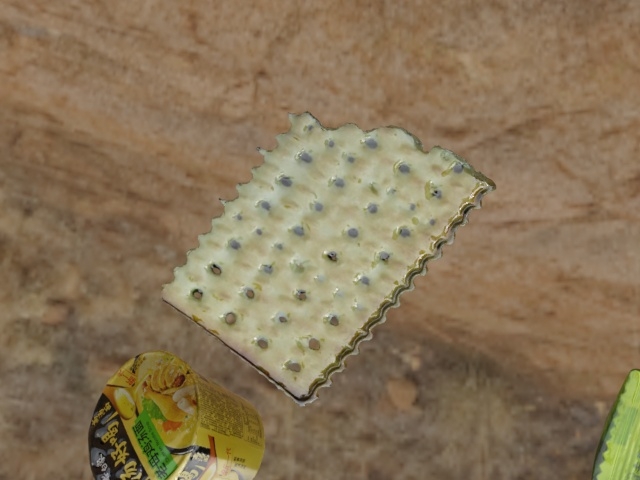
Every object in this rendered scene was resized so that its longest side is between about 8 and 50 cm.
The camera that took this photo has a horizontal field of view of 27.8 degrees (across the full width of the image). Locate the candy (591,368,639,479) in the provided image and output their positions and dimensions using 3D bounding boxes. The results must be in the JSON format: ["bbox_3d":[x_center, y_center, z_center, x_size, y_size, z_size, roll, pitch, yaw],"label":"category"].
[{"bbox_3d":[0.415,0.228,1.341,0.246,0.069,0.149,12,98,-9],"label":"candy"}]

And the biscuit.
[{"bbox_3d":[0.000,0.000,0.865,0.144,0.016,0.203,36,100,-8],"label":"biscuit"}]

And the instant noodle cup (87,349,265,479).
[{"bbox_3d":[-0.137,0.193,1.273,0.151,0.151,0.122,-23,150,30],"label":"instant noodle cup"}]
